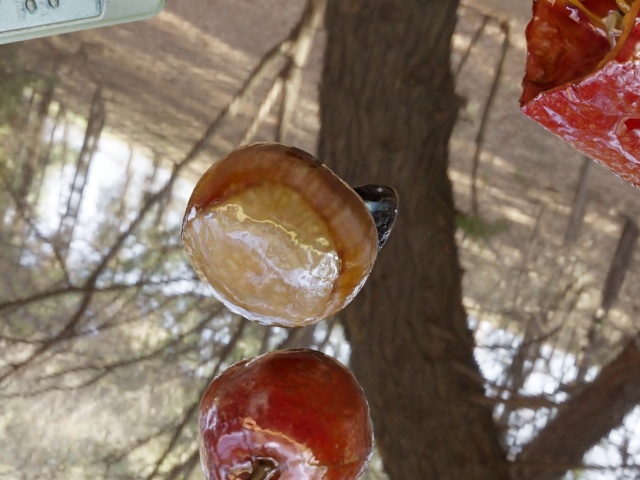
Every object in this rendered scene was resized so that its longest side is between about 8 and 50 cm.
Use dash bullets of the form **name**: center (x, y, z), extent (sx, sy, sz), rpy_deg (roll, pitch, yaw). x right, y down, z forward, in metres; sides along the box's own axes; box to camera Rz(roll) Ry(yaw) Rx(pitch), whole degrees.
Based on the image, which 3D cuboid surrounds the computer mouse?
- **computer mouse**: center (0.000, 0.000, 1.406), extent (0.233, 0.096, 0.137), rpy_deg (-23, 163, 35)

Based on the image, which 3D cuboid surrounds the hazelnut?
- **hazelnut**: center (-0.025, -0.011, 0.850), extent (0.150, 0.150, 0.150), rpy_deg (16, -169, -3)

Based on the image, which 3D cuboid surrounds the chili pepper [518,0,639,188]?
- **chili pepper**: center (0.290, -0.071, 0.740), extent (0.338, 0.135, 0.131), rpy_deg (27, 153, -31)

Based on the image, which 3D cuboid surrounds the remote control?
- **remote control**: center (-0.230, -0.194, 0.803), extent (0.233, 0.098, 0.038), rpy_deg (-13, -162, -14)

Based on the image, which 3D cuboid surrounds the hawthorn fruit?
- **hawthorn fruit**: center (-0.054, 0.261, 1.377), extent (0.241, 0.242, 0.271), rpy_deg (18, -170, 9)
